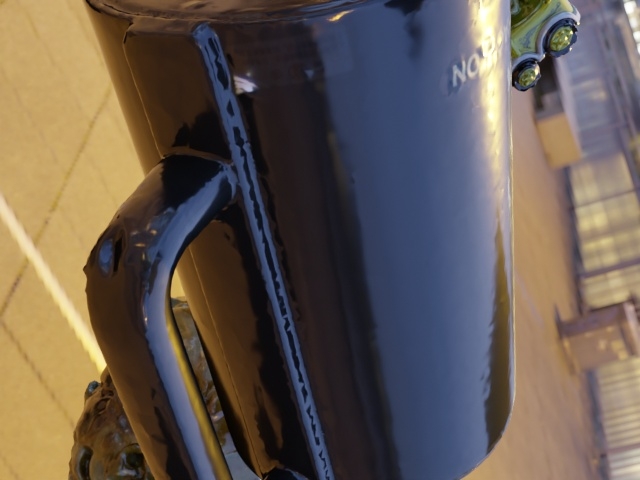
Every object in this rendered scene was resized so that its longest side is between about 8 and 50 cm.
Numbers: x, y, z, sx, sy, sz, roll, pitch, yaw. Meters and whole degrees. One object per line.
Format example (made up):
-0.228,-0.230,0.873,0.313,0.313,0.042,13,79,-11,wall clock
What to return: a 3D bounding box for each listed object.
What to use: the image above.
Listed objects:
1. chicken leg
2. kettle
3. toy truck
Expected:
-0.100,0.099,0.991,0.429,0.152,0.201,-80,-178,-57,chicken leg
0.009,-0.004,0.609,0.262,0.203,0.308,-91,172,-57,kettle
0.155,-0.176,0.985,0.077,0.111,0.076,42,5,-47,toy truck
